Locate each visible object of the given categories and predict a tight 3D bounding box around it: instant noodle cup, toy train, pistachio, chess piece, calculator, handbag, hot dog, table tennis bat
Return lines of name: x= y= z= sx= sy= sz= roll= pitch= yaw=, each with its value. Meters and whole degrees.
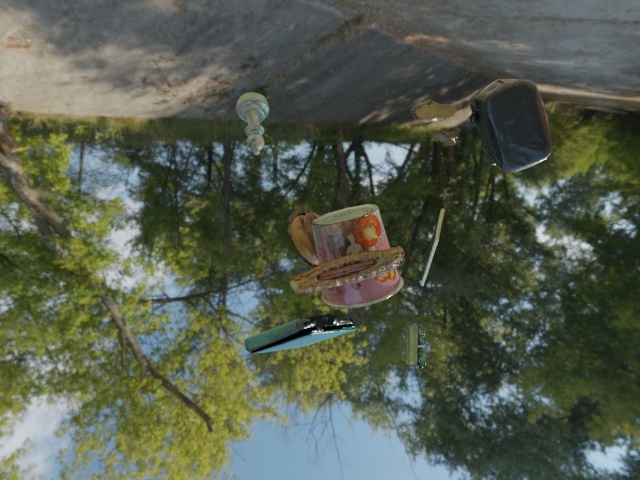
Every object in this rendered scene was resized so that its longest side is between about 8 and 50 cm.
instant noodle cup: x=0.093 y=0.034 z=1.175 sx=0.242 sy=0.232 sz=0.243 roll=-13 pitch=-167 yaw=3
toy train: x=0.328 y=0.360 z=1.429 sx=0.070 sy=0.148 sz=0.038 roll=1 pitch=171 yaw=17
pistachio: x=0.404 y=-0.465 z=1.517 sx=0.172 sy=0.090 sz=0.049 roll=-5 pitch=162 yaw=-7
chess piece: x=-0.272 y=-0.465 z=1.717 sx=0.138 sy=0.139 sz=0.272 roll=0 pitch=-119 yaw=-16
calculator: x=-0.051 y=0.267 z=1.212 sx=0.248 sy=0.058 sz=0.273 roll=-26 pitch=159 yaw=33
handbag: x=0.543 y=-0.335 z=1.196 sx=0.181 sy=0.255 sz=0.181 roll=-23 pitch=-163 yaw=13
hot dog: x=-0.006 y=0.002 z=1.684 sx=0.194 sy=0.326 sz=0.107 roll=-40 pitch=179 yaw=-21
table tennis bat: x=0.519 y=-0.450 z=1.635 sx=0.107 sy=0.119 sz=0.170 roll=29 pitch=-176 yaw=-12
hot dog: x=0.065 y=0.075 z=1.018 sx=0.288 sy=0.068 sz=0.083 roll=-17 pitch=167 yaw=2

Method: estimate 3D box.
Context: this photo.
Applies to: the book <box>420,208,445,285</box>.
book: x=0.520 y=0.034 z=1.941 sx=0.021 sy=0.311 sz=0.217 roll=15 pitch=-135 yaw=13
